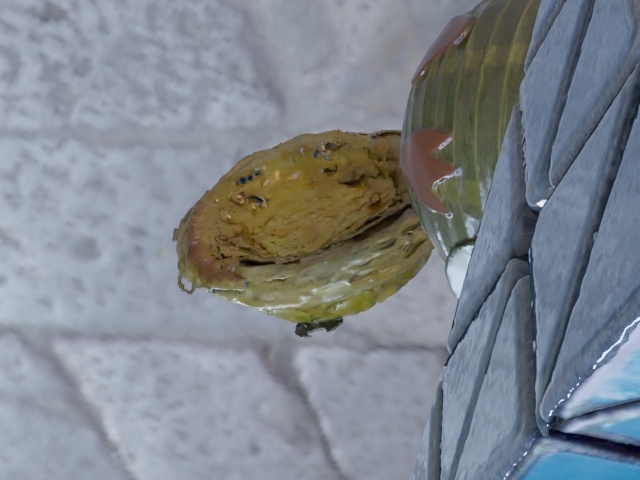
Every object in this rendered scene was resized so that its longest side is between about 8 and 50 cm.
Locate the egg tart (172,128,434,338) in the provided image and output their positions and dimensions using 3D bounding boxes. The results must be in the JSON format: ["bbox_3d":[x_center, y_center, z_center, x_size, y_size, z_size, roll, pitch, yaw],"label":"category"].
[{"bbox_3d":[0.000,0.000,1.639,0.291,0.291,0.107,-3,125,28],"label":"egg tart"}]

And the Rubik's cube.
[{"bbox_3d":[0.130,0.017,0.555,0.228,0.229,0.233,15,136,51],"label":"Rubik's cube"}]

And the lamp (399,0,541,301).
[{"bbox_3d":[0.198,-0.063,1.247,0.284,0.250,0.250,1,141,29],"label":"lamp"}]
